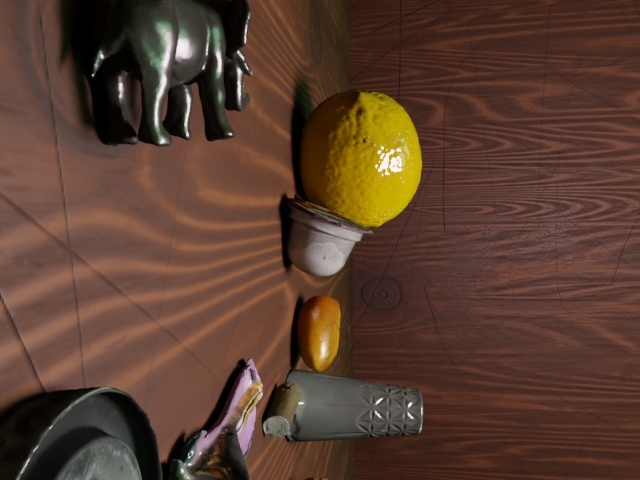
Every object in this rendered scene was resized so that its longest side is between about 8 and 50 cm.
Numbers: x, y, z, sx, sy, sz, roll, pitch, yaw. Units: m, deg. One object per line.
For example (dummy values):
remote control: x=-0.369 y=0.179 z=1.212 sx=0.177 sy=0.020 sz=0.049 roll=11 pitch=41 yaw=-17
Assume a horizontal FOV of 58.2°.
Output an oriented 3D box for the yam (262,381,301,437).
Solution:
yam: x=-0.071 y=0.318 z=1.095 sx=0.132 sy=0.054 sz=0.054 roll=-62 pitch=150 yaw=-71

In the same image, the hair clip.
hair clip: x=-0.118 y=0.264 z=0.779 sx=0.110 sy=0.095 sz=0.359 roll=54 pitch=2 yaw=-2

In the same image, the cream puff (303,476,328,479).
cream puff: x=-0.016 y=0.592 z=1.241 sx=0.150 sy=0.115 sz=0.165 roll=-87 pitch=165 yaw=-69

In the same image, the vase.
vase: x=0.072 y=0.379 z=1.300 sx=0.251 sy=0.300 sz=0.156 roll=93 pitch=0 yaw=-70

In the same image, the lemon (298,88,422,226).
lemon: x=0.095 y=-0.198 z=1.411 sx=0.336 sy=0.335 sz=0.336 roll=0 pitch=90 yaw=-82

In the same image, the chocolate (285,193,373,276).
chocolate: x=-0.007 y=-0.001 z=1.256 sx=0.147 sy=0.221 sz=0.221 roll=-63 pitch=176 yaw=10

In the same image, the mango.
mango: x=-0.008 y=0.220 z=1.358 sx=0.217 sy=0.102 sz=0.141 roll=-85 pitch=-179 yaw=-54

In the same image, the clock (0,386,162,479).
clock: x=-0.178 y=0.215 z=0.396 sx=0.226 sy=0.048 sz=0.226 roll=1 pitch=90 yaw=-82

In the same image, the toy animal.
toy animal: x=-0.123 y=-0.167 z=0.547 sx=0.245 sy=0.114 sz=0.146 roll=-56 pitch=145 yaw=-76
